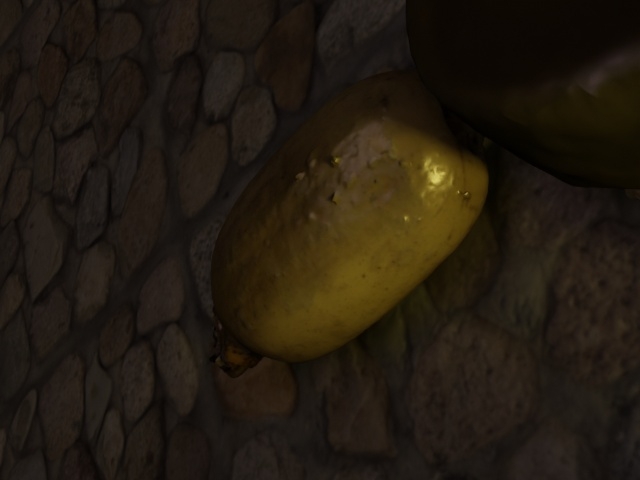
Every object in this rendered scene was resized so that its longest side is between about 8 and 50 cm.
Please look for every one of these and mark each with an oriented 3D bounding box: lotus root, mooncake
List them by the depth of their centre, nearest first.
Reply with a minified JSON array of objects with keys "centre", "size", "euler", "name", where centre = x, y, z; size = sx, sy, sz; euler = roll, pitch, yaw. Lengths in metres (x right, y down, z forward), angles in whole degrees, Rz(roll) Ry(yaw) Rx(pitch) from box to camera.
[{"centre":[0.201,-0.176,0.621],"size":[0.284,0.155,0.284],"euler":[-22,59,40],"name":"mooncake"},{"centre":[0.000,0.000,0.801],"size":[0.342,0.151,0.169],"euler":[-43,48,27],"name":"lotus root"}]

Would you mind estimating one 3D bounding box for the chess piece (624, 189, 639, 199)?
[{"centre":[0.237,-0.022,0.629],"size":[0.092,0.035,0.035],"euler":[36,105,53],"name":"chess piece"}]
